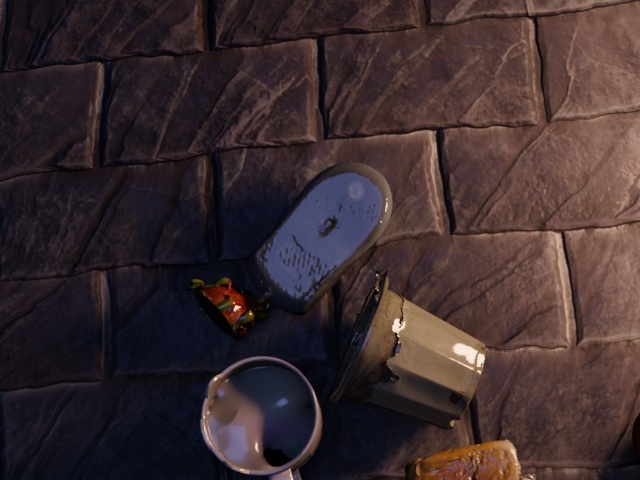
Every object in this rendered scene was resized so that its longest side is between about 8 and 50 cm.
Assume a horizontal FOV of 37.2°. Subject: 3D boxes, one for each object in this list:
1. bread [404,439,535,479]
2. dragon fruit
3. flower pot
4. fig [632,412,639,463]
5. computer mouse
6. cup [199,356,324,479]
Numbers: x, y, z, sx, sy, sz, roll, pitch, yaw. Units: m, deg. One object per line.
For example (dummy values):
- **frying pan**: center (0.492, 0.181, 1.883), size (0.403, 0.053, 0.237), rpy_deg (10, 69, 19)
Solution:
- **bread**: center (0.289, 0.486, 1.805), size (0.246, 0.195, 0.176), rpy_deg (-11, 69, 3)
- **dragon fruit**: center (-0.189, 0.141, 1.999), size (0.175, 0.138, 0.142), rpy_deg (-11, 113, -27)
- **flower pot**: center (0.173, 0.235, 1.862), size (0.259, 0.290, 0.290), rpy_deg (24, 78, 1)
- **fig**: center (0.684, 0.398, 1.803), size (0.205, 0.205, 0.205), rpy_deg (-1, 74, 5)
- **computer mouse**: center (0.000, 0.000, 2.007), size (0.188, 0.122, 0.371), rpy_deg (42, 85, 13)
- **cup**: center (-0.092, 0.378, 1.839), size (0.219, 0.257, 0.290), rpy_deg (-19, 74, 0)
